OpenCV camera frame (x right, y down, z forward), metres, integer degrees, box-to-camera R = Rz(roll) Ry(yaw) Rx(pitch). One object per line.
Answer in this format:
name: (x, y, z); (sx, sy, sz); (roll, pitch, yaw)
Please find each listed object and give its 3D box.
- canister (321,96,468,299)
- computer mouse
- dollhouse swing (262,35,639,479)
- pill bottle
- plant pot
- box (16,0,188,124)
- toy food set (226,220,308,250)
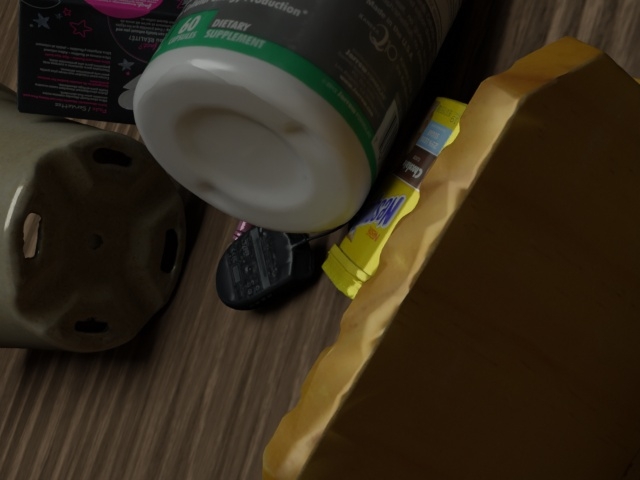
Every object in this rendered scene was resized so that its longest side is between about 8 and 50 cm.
canister: (0.080, -0.024, 1.064); (0.170, 0.073, 0.126); (-57, 12, 4)
computer mouse: (0.000, 0.000, 1.214); (0.242, 0.041, 0.071); (-27, 62, 32)
dollhouse swing: (0.078, 0.032, 0.834); (0.347, 0.305, 0.315); (-60, 33, 5)
pill bottle: (0.008, -0.201, 1.148); (0.204, 0.204, 0.361); (-15, 40, 48)
plant pot: (-0.320, -0.011, 1.437); (0.305, 0.334, 0.334); (9, 73, 44)
box: (-0.175, -0.214, 1.377); (0.163, 0.247, 0.142); (-94, 14, -49)
toy food set: (-0.059, -0.001, 1.304); (0.122, 0.019, 0.078); (-32, 43, 37)
